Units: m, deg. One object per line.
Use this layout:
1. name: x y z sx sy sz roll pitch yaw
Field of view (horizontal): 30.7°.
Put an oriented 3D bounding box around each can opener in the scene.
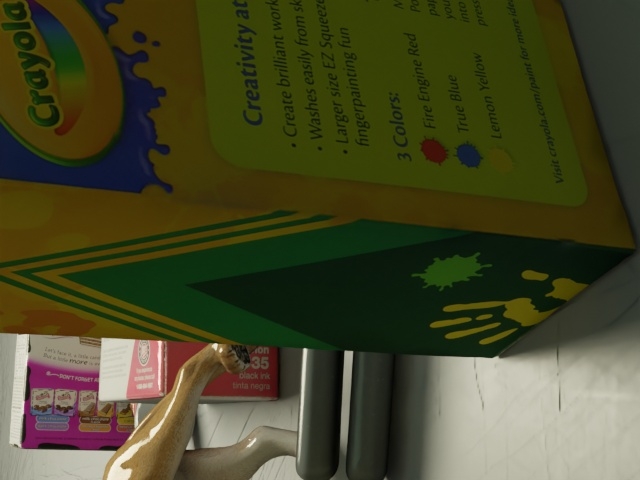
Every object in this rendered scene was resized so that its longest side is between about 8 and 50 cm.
1. can opener: 0.027 0.039 0.863 0.093 0.074 0.280 45 -132 -78

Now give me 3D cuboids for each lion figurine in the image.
1. lion figurine: -0.105 0.262 0.900 0.240 0.142 0.392 -33 42 22

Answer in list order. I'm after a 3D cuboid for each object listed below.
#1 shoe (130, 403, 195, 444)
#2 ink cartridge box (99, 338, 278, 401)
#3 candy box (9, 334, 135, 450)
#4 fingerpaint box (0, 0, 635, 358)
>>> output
1. shoe: -0.178 0.175 1.266 0.081 0.063 0.178 124 148 -47
2. ink cartridge box: -0.128 0.013 1.120 0.207 0.117 0.283 162 111 -63
3. candy box: -0.267 0.124 1.347 0.071 0.159 0.233 -11 74 63
4. fingerpaint box: -0.056 -0.163 0.709 0.163 0.371 0.445 -50 42 50
